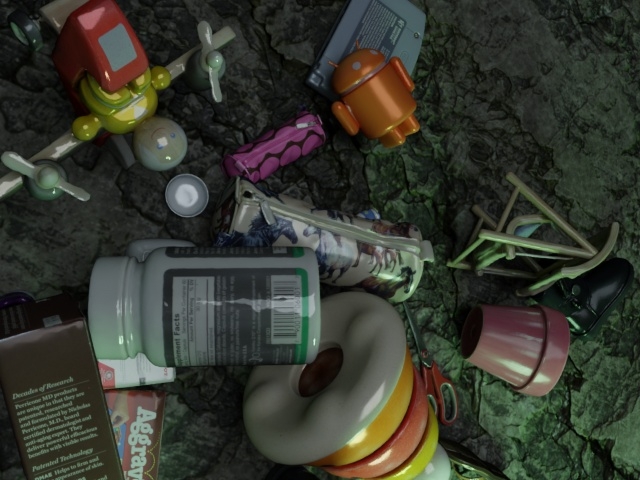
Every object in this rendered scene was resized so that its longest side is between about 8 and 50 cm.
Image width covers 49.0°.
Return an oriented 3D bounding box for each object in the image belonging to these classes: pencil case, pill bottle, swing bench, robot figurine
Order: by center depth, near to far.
[{"bbox_3d":[-0.188,0.110,1.177,0.362,0.204,0.204,1,85,-6],"label":"pill bottle"},{"bbox_3d":[0.000,0.000,1.340,0.411,0.183,0.159,14,71,-15],"label":"pencil case"},{"bbox_3d":[-0.091,-0.181,1.388,0.209,0.098,0.095,-36,100,-22],"label":"pencil case"},{"bbox_3d":[0.106,-0.291,1.413,0.158,0.128,0.219,-32,102,20],"label":"robot figurine"},{"bbox_3d":[0.440,0.012,1.486,0.255,0.253,0.165,27,74,3],"label":"swing bench"}]

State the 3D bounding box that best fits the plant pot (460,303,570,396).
[{"bbox_3d":[0.414,0.224,1.538,0.180,0.201,0.201,16,79,-6],"label":"plant pot"}]

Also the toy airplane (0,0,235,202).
[{"bbox_3d":[-0.326,-0.203,1.137,0.272,0.384,0.386,44,112,8],"label":"toy airplane"}]

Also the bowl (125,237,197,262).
[{"bbox_3d":[-0.289,0.064,1.303,0.142,0.053,0.142,2,83,-25],"label":"bowl"}]

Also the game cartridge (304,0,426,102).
[{"bbox_3d":[0.110,-0.409,1.523,0.198,0.062,0.297,33,73,-23],"label":"game cartridge"}]

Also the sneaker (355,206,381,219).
[{"bbox_3d":[0.105,0.005,1.487,0.059,0.053,0.144,-14,86,-19],"label":"sneaker"}]

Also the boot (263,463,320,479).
[{"bbox_3d":[-0.040,0.573,1.153,0.146,0.445,0.366,29,74,-19],"label":"boot"}]

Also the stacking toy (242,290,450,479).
[{"bbox_3d":[0.117,0.359,1.356,0.480,0.351,0.350,47,69,-30],"label":"stacking toy"}]

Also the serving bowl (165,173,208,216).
[{"bbox_3d":[-0.258,-0.085,1.342,0.084,0.027,0.083,2,85,-24],"label":"serving bowl"}]

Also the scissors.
[{"bbox_3d":[0.240,0.263,1.543,0.109,0.021,0.296,-7,87,-22],"label":"scissors"}]

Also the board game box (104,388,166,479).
[{"bbox_3d":[-0.363,0.409,1.253,0.145,0.027,0.281,7,83,-24],"label":"board game box"}]

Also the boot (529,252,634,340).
[{"bbox_3d":[0.627,0.091,1.686,0.207,0.094,0.246,42,77,-20],"label":"boot"}]

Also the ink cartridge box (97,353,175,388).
[{"bbox_3d":[-0.337,0.210,1.265,0.135,0.056,0.099,-2,86,-24],"label":"ink cartridge box"}]

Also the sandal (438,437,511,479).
[{"bbox_3d":[0.335,0.505,1.539,0.219,0.090,0.060,34,95,-25],"label":"sandal"}]

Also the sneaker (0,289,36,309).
[{"bbox_3d":[-0.573,0.143,1.142,0.224,0.098,0.083,-31,98,-24],"label":"sneaker"}]

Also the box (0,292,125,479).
[{"bbox_3d":[-0.400,0.291,1.087,0.143,0.191,0.381,-13,102,-24],"label":"box"}]
